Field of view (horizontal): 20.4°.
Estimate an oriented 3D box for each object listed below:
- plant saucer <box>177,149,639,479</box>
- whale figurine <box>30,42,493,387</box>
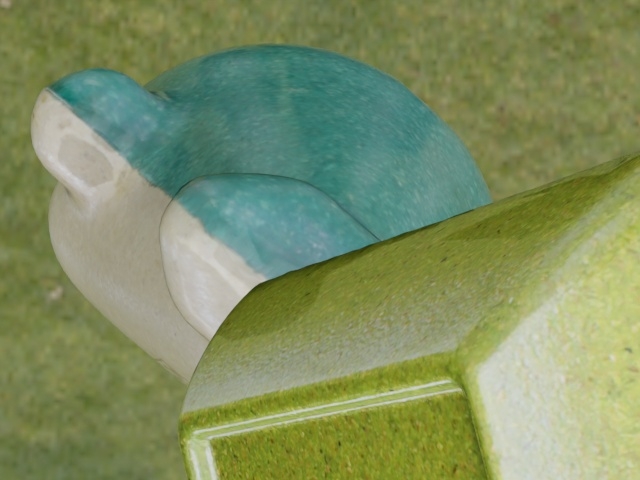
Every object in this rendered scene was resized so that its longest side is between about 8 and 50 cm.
[{"bbox_3d":[0.029,0.091,0.384,0.045,0.188,0.188,-11,175,-31],"label":"plant saucer"},{"bbox_3d":[0.000,0.000,0.630,0.216,0.141,0.272,41,176,-4],"label":"whale figurine"}]
